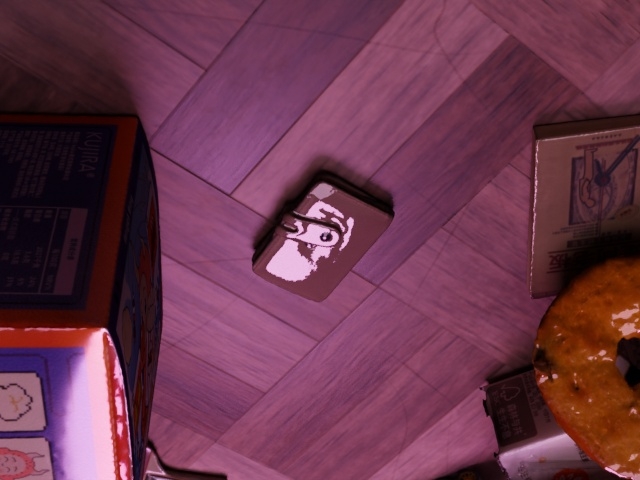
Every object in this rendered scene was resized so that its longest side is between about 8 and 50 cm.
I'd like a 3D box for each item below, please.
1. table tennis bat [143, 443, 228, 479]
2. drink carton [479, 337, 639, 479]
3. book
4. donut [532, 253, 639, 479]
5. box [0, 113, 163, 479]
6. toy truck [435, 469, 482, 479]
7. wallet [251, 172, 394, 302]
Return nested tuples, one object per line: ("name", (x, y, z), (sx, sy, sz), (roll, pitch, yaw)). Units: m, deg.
("table tennis bat", (-0.261, 0.317, 1.406), (0.274, 0.021, 0.154), (13, 126, -12))
("drink carton", (0.391, 0.236, 1.325), (0.325, 0.132, 0.194), (-21, 127, 12))
("book", (0.317, -0.035, 1.186), (0.161, 0.026, 0.230), (-7, 127, 0))
("donut", (0.364, 0.142, 1.166), (0.254, 0.253, 0.118), (-20, 167, 10))
("box", (-0.298, 0.089, 1.028), (0.257, 0.348, 0.318), (0, 125, -4))
("toy truck", (0.167, 0.410, 1.451), (0.227, 0.114, 0.098), (-21, 126, 11))
("wallet", (0.000, 0.000, 1.179), (0.118, 0.038, 0.152), (25, 122, -24))
